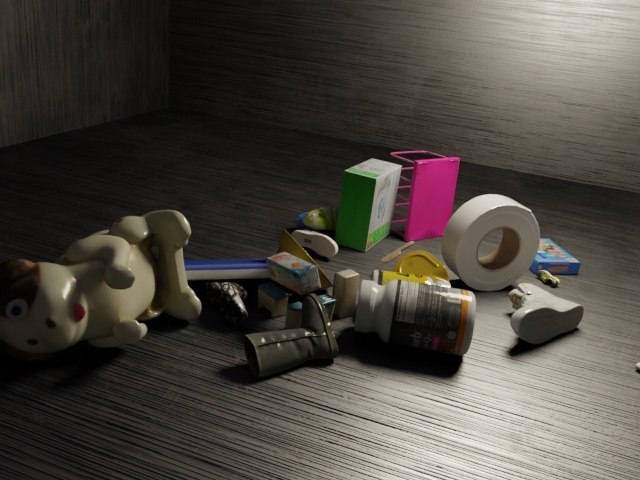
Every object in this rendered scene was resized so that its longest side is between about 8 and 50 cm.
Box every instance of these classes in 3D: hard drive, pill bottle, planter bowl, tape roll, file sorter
[{"bbox_3d":[-0.294,0.079,1.732,0.319,0.040,0.210,-1,3,-17],"label":"hard drive"},{"bbox_3d":[0.236,0.148,1.686,0.209,0.119,0.119,7,22,2],"label":"pill bottle"},{"bbox_3d":[-0.065,0.078,1.755,0.090,0.217,0.217,-42,34,-4],"label":"planter bowl"},{"bbox_3d":[0.230,0.182,1.546,0.278,0.162,0.162,8,22,7],"label":"pill bottle"},{"bbox_3d":[0.512,0.007,1.891,0.286,0.286,0.100,-1,23,-17],"label":"tape roll"},{"bbox_3d":[0.350,-0.171,2.283,0.202,0.290,0.182,-9,24,-33],"label":"file sorter"}]

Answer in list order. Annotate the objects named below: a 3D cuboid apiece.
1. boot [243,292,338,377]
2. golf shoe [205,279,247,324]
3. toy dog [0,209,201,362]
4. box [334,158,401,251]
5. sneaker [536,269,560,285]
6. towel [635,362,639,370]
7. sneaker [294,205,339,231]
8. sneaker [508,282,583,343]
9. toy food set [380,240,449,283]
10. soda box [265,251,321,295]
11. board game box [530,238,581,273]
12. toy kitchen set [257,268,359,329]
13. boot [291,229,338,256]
[{"bbox_3d":[-0.079,0.214,1.448,0.209,0.076,0.189,-8,51,-22],"label":"boot"},{"bbox_3d":[-0.220,0.148,1.617,0.094,0.077,0.198,-8,27,-32],"label":"golf shoe"},{"bbox_3d":[-0.526,0.095,1.400,0.395,0.284,0.408,17,26,25],"label":"toy dog"},{"bbox_3d":[0.162,-0.126,2.154,0.127,0.262,0.231,17,24,24],"label":"box"},{"bbox_3d":[0.721,0.120,2.005,0.035,0.031,0.083,-12,28,-37],"label":"sneaker"},{"bbox_3d":[0.898,0.318,1.571,0.197,0.029,0.144,-12,28,-38],"label":"towel"},{"bbox_3d":[0.000,-0.075,2.210,0.126,0.091,0.240,-3,-4,33],"label":"sneaker"},{"bbox_3d":[0.563,0.192,1.704,0.293,0.108,0.169,0,19,-41],"label":"sneaker"},{"bbox_3d":[0.292,0.102,1.858,0.128,0.071,0.218,-37,44,-5],"label":"toy food set"},{"bbox_3d":[-0.071,0.081,1.590,0.058,0.063,0.183,-20,20,-26],"label":"soda box"},{"bbox_3d":[0.765,0.051,2.165,0.160,0.047,0.210,1,23,-11],"label":"board game box"},{"bbox_3d":[-0.034,0.131,1.647,0.207,0.122,0.166,-12,29,-39],"label":"toy kitchen set"},{"bbox_3d":[0.000,0.000,2.051,0.190,0.069,0.086,21,21,36],"label":"boot"}]
